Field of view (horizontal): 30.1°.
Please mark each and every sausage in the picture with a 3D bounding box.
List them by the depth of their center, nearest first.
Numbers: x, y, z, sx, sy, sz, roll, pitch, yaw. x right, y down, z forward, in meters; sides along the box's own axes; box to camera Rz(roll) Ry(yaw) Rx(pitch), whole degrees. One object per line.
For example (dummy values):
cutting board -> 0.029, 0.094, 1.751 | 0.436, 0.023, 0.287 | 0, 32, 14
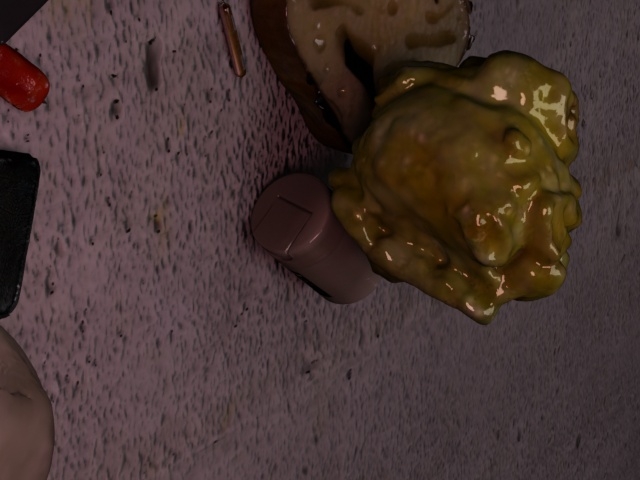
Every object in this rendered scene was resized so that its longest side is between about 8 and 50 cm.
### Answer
sausage -> -0.100, -0.227, 1.354 | 0.015, 0.015, 0.100 | -45, 136, -37

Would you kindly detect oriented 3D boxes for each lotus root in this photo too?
lotus root -> 0.062, -0.297, 1.487 | 0.375, 0.111, 0.390 | -14, 117, -51

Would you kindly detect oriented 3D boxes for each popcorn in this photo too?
popcorn -> 0.175, -0.058, 1.399 | 0.312, 0.312, 0.312 | -27, 124, -49

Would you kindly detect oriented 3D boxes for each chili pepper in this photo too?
chili pepper -> -0.298, -0.166, 1.077 | 0.178, 0.027, 0.045 | 43, 68, -51

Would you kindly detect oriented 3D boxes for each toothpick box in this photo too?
toothpick box -> 0.000, 0.000, 1.505 | 0.180, 0.111, 0.111 | 43, 67, -55

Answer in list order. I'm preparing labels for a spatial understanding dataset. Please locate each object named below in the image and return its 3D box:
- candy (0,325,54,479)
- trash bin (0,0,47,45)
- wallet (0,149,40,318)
candy -> -0.355, 0.185, 0.993 | 0.295, 0.185, 0.295 | -45, 142, -51
trash bin -> -0.246, -0.319, 0.963 | 0.290, 0.182, 0.209 | -55, 143, -19
wallet -> -0.376, -0.011, 1.009 | 0.318, 0.045, 0.172 | 5, 95, -56
